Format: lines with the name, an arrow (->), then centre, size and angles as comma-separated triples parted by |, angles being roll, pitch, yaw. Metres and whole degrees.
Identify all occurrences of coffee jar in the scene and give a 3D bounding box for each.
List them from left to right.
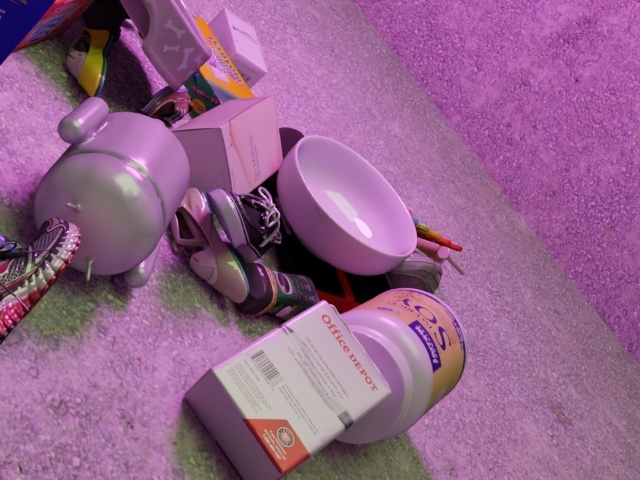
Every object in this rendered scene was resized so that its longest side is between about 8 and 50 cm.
coffee jar -> -0.086, 0.101, 1.971 | 0.184, 0.079, 0.096 | 19, 42, -50

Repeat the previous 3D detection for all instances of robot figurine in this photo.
robot figurine -> -0.327, -0.075, 1.660 | 0.353, 0.200, 0.300 | -74, 145, -62

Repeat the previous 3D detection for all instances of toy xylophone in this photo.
toy xylophone -> 0.239, -0.005, 2.526 | 0.236, 0.081, 0.322 | 21, -5, 21

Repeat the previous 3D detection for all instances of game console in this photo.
game console -> 0.000, 0.000, 2.307 | 0.342, 0.060, 0.386 | 20, 38, -42

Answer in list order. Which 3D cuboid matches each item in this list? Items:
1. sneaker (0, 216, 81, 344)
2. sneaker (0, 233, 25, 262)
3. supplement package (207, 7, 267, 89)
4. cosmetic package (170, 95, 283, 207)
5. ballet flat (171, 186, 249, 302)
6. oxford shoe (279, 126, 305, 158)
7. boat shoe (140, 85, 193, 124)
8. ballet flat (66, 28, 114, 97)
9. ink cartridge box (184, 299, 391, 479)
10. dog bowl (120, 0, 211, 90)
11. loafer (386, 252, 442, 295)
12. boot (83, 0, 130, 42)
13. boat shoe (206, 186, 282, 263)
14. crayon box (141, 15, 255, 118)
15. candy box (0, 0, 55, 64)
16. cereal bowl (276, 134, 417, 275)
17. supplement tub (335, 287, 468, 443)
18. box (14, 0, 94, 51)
sneaker -> -0.420, 0.052, 1.379 | 0.112, 0.121, 0.299 | 41, 37, -8
sneaker -> -0.467, 0.020, 1.468 | 0.059, 0.053, 0.144 | 61, 18, 20
supplement package -> -0.211, -0.447, 2.497 | 0.105, 0.105, 0.179 | 28, 33, -40
cosmetic package -> -0.180, -0.181, 2.094 | 0.309, 0.113, 0.160 | -52, 136, -65
ballet flat -> -0.215, 0.013, 1.896 | 0.086, 0.086, 0.248 | 10, 45, -55
oxford shoe -> -0.043, -0.195, 2.447 | 0.212, 0.076, 0.076 | 39, -14, 37
boat shoe -> -0.304, -0.277, 2.147 | 0.066, 0.066, 0.183 | 50, 24, -4
ballet flat -> -0.447, -0.346, 2.010 | 0.077, 0.077, 0.231 | 18, 32, -16
ink cartridge box -> -0.047, 0.246, 1.681 | 0.273, 0.114, 0.197 | -28, 79, -41
dog bowl -> -0.334, -0.470, 2.060 | 0.349, 0.102, 0.349 | 59, 2, -4
loafer -> 0.212, 0.089, 2.408 | 0.112, 0.111, 0.319 | 14, -4, 23
boot -> -0.425, -0.461, 2.208 | 0.198, 0.077, 0.137 | 1, 58, -43
boat shoe -> -0.125, -0.036, 1.913 | 0.113, 0.105, 0.306 | 60, -2, 21
crayon box -> -0.266, -0.378, 2.335 | 0.278, 0.081, 0.165 | 57, 25, 14
candy box -> -0.562, -0.359, 1.513 | 0.268, 0.317, 0.122 | 25, 35, -45
cereal bowl -> 0.035, -0.055, 2.208 | 0.339, 0.141, 0.339 | 34, 30, -23
supplement tub -> 0.118, 0.230, 1.945 | 0.241, 0.241, 0.331 | 54, 24, 8
box -> -0.538, -0.452, 1.898 | 0.154, 0.142, 0.300 | 48, 24, -7
